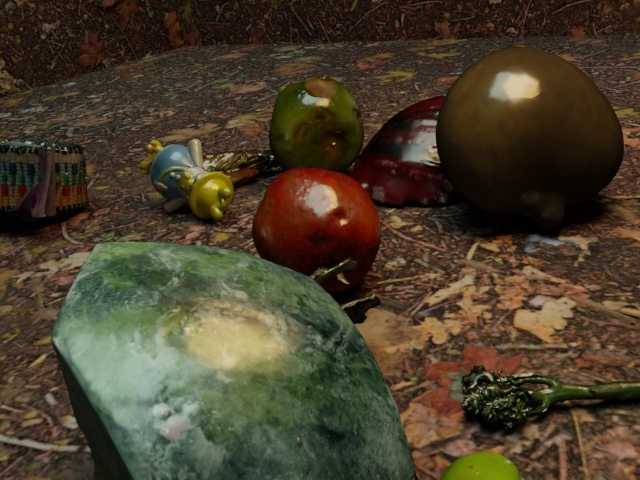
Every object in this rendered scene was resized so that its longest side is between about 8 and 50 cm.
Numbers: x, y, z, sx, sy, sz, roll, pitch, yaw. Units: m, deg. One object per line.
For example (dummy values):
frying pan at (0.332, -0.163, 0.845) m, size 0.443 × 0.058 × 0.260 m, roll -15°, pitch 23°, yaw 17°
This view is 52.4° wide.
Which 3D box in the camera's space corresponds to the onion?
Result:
onion at (0.196, -0.174, 1.226) m, size 0.315 × 0.146 × 0.280 m, roll 16°, pitch 38°, yaw 34°

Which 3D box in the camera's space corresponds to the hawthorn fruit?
hawthorn fruit at (0.000, 0.000, 0.897) m, size 0.179 × 0.179 × 0.200 m, roll -13°, pitch 46°, yaw -11°

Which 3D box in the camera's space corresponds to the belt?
belt at (-0.592, -0.120, 1.333) m, size 0.295 × 0.160 × 0.207 m, roll 10°, pitch 13°, yaw 31°

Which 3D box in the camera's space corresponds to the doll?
doll at (-0.249, -0.114, 1.243) m, size 0.241 × 0.098 × 0.135 m, roll 32°, pitch 71°, yaw 37°

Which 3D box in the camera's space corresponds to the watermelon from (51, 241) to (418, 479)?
watermelon at (-0.084, 0.179, 0.522) m, size 0.229 × 0.258 × 0.387 m, roll -11°, pitch 64°, yaw -41°

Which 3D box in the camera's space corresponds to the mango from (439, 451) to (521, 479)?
mango at (0.132, 0.210, 0.530) m, size 0.074 × 0.056 × 0.108 m, roll 11°, pitch 18°, yaw 27°

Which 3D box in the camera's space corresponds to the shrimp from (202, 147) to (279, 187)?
shrimp at (-0.191, -0.147, 1.372) m, size 0.288 × 0.062 × 0.152 m, roll -12°, pitch 27°, yaw -2°

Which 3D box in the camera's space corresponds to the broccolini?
broccolini at (0.265, 0.143, 0.637) m, size 0.255 × 0.057 × 0.071 m, roll -8°, pitch 68°, yaw 8°

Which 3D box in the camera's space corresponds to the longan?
longan at (0.327, -0.157, 1.035) m, size 0.301 × 0.300 × 0.243 m, roll -11°, pitch -15°, yaw -6°

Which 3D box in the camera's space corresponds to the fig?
fig at (-0.028, -0.249, 1.352) m, size 0.206 × 0.206 × 0.275 m, roll -16°, pitch 34°, yaw -16°

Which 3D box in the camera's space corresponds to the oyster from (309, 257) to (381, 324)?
oyster at (-0.095, 0.125, 0.697) m, size 0.351 × 0.162 × 0.158 m, roll -33°, pitch 65°, yaw -27°
